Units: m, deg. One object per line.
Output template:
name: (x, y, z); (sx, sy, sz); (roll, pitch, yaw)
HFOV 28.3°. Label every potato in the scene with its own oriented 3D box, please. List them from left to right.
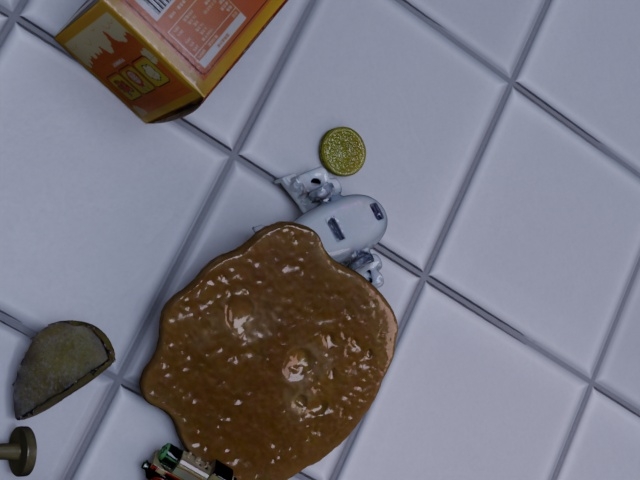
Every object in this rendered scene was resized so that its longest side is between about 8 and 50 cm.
potato: (-0.379, 0.181, 1.857); (0.172, 0.089, 0.101); (-37, 81, 7)

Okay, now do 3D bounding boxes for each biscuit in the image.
biscuit: (-0.077, 0.182, 1.950); (0.385, 0.062, 0.365); (-45, 110, -2)
biscuit: (0.036, -0.147, 2.108); (0.084, 0.023, 0.084); (1, 87, -26)

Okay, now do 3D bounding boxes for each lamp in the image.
lamp: (-0.504, 0.289, 1.753); (0.214, 0.121, 0.121); (6, 83, -36)

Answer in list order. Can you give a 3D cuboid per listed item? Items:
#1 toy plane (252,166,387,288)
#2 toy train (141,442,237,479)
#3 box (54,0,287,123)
toy plane: (0.000, 0.000, 2.032); (0.244, 0.117, 0.245); (8, 67, -20)
toy train: (-0.198, 0.356, 1.910); (0.138, 0.050, 0.087); (32, 111, -12)
box: (-0.200, -0.350, 1.877); (0.214, 0.259, 0.283); (44, 69, -16)
